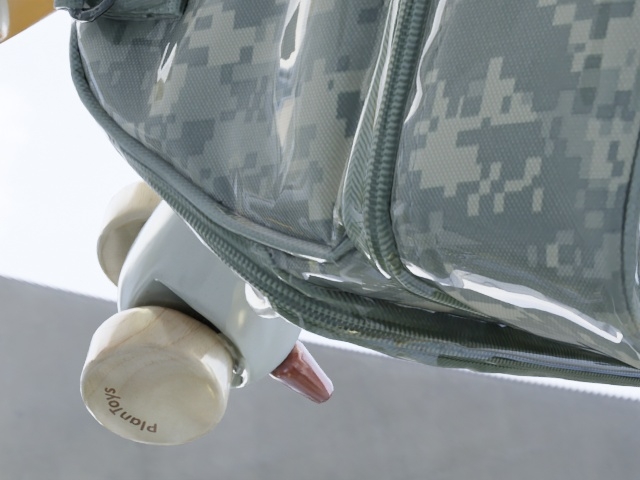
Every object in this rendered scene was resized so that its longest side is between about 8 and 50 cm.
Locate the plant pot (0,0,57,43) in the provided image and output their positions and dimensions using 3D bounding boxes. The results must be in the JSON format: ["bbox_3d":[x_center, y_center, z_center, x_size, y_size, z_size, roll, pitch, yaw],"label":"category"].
[{"bbox_3d":[-0.116,-0.186,0.761,0.205,0.205,0.188,31,-118,20],"label":"plant pot"}]

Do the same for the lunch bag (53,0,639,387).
[{"bbox_3d":[0.095,-0.056,0.632,0.256,0.305,0.213,11,-91,43],"label":"lunch bag"}]

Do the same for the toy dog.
[{"bbox_3d":[0.000,0.000,1.013,0.333,0.161,0.220,-29,-140,53],"label":"toy dog"}]
